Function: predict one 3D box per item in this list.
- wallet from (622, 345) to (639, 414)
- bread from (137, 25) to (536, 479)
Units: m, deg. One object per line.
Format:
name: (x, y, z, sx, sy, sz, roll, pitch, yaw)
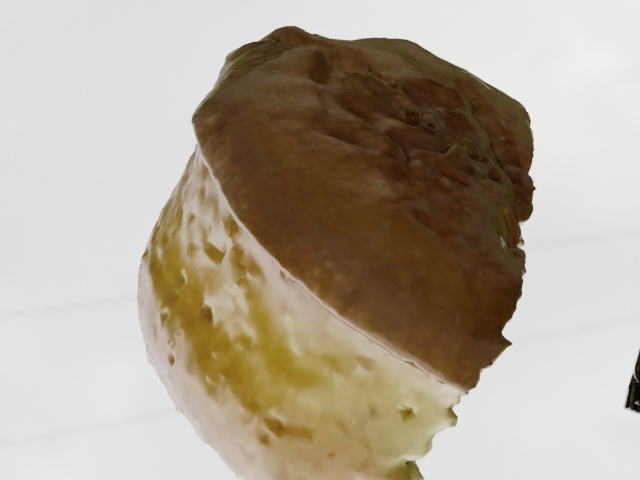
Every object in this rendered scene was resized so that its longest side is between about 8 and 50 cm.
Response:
wallet: (0.213, -0.026, 0.911, 0.039, 0.243, 0.133, 17, 178, -30)
bread: (0.000, 0.000, 1.054, 0.179, 0.194, 0.340, 24, -152, -5)
